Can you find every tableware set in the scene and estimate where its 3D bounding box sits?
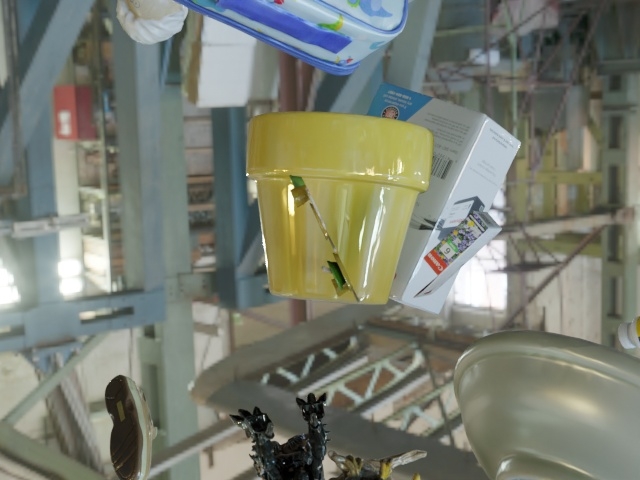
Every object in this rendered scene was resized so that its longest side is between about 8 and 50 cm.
[{"bbox_3d":[0.000,0.000,1.022,0.024,0.154,0.104,-25,-159,0],"label":"tableware set"}]

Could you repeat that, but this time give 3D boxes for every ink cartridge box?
[{"bbox_3d":[0.143,-0.069,1.429,0.223,0.307,0.129,27,-177,41],"label":"ink cartridge box"},{"bbox_3d":[0.145,0.016,0.994,0.115,0.029,0.063,-45,163,18],"label":"ink cartridge box"}]

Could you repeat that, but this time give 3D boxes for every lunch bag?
[{"bbox_3d":[-0.032,-0.243,0.731,0.219,0.176,0.090,16,151,-32],"label":"lunch bag"}]

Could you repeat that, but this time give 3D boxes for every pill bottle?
[{"bbox_3d":[0.605,0.165,1.621,0.116,0.065,0.065,-18,175,42],"label":"pill bottle"}]

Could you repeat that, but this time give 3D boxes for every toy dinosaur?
[{"bbox_3d":[-0.039,0.388,1.525,0.164,0.218,0.322,-13,-173,-36],"label":"toy dinosaur"}]

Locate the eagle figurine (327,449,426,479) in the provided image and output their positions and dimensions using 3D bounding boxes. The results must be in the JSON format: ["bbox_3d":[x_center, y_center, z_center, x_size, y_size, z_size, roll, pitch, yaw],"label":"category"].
[{"bbox_3d":[0.110,0.420,1.240,0.226,0.225,0.298,-24,-133,-8],"label":"eagle figurine"}]

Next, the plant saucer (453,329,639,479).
[{"bbox_3d":[0.284,0.255,0.865,0.400,0.400,0.100,7,-131,51],"label":"plant saucer"}]

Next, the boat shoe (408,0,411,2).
[{"bbox_3d":[0.169,-0.439,1.437,0.116,0.097,0.324,-1,-174,-45],"label":"boat shoe"}]

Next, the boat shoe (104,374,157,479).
[{"bbox_3d":[-0.276,0.291,1.361,0.068,0.190,0.072,-35,136,19],"label":"boat shoe"}]

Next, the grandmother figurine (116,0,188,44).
[{"bbox_3d":[-0.164,-0.382,1.069,0.104,0.208,0.342,1,140,-33],"label":"grandmother figurine"}]

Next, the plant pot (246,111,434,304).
[{"bbox_3d":[0.019,-0.038,1.219,0.254,0.239,0.254,5,180,0],"label":"plant pot"}]
